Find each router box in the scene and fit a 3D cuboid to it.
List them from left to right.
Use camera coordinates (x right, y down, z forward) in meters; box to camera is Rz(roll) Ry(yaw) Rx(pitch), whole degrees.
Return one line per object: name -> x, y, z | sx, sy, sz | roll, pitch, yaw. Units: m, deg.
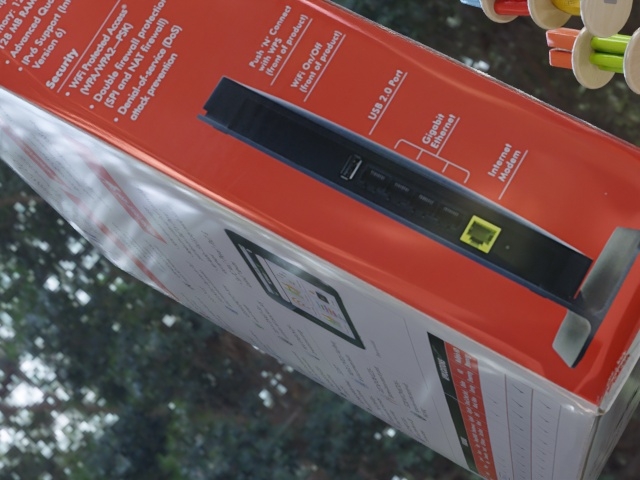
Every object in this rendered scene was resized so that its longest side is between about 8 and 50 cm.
router box -> 0.000, 0.000, 0.580 | 0.082, 0.301, 0.335 | -58, -16, -11

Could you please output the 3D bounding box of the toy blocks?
toy blocks -> 0.177, -0.165, 0.997 | 0.123, 0.148, 0.054 | 42, -105, -39
